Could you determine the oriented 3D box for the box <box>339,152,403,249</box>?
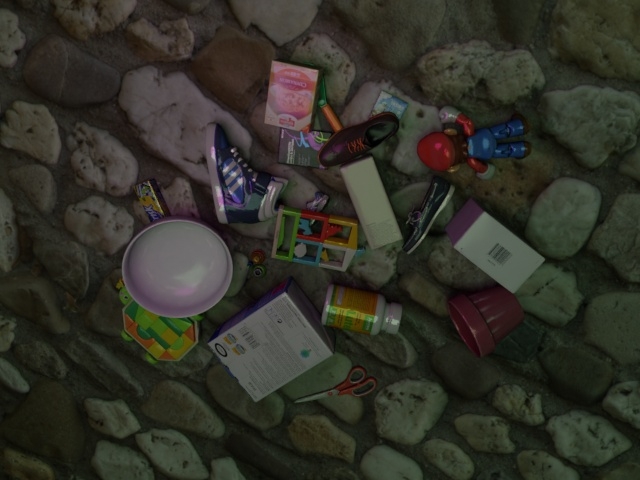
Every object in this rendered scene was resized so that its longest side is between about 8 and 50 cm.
[{"bbox_3d":[0.158,-0.120,1.698,0.113,0.094,0.275,-19,103,11],"label":"box"}]

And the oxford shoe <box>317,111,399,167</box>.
[{"bbox_3d":[0.107,-0.296,1.629,0.271,0.098,0.097,-30,106,14],"label":"oxford shoe"}]

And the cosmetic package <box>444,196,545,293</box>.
[{"bbox_3d":[0.505,0.006,1.627,0.224,0.225,0.138,37,104,-5],"label":"cosmetic package"}]

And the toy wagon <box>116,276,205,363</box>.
[{"bbox_3d":[-0.577,0.262,1.901,0.344,0.068,0.267,44,105,-7],"label":"toy wagon"}]

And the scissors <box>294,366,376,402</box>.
[{"bbox_3d":[0.055,0.541,1.935,0.297,0.021,0.109,-32,102,12],"label":"scissors"}]

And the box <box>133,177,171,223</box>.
[{"bbox_3d":[-0.540,-0.112,1.797,0.059,0.054,0.169,-19,102,11],"label":"box"}]

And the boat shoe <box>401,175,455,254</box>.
[{"bbox_3d":[0.315,-0.078,1.692,0.079,0.095,0.255,30,105,-4],"label":"boat shoe"}]

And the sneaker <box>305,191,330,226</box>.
[{"bbox_3d":[-0.024,-0.096,1.753,0.058,0.052,0.135,34,104,9],"label":"sneaker"}]

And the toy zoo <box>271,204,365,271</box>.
[{"bbox_3d":[0.000,0.000,1.744,0.292,0.030,0.193,10,125,-2],"label":"toy zoo"}]

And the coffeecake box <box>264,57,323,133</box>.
[{"bbox_3d":[-0.080,-0.428,1.630,0.142,0.068,0.186,14,116,8],"label":"coffeecake box"}]

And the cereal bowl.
[{"bbox_3d":[-0.456,0.071,1.773,0.338,0.141,0.339,-4,111,-12],"label":"cereal bowl"}]

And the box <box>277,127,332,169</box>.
[{"bbox_3d":[-0.050,-0.287,1.707,0.161,0.029,0.116,7,106,5],"label":"box"}]

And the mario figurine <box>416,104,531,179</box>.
[{"bbox_3d":[0.440,-0.290,1.627,0.320,0.170,0.198,-8,69,-2],"label":"mario figurine"}]

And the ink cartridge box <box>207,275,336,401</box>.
[{"bbox_3d":[-0.183,0.346,1.838,0.395,0.151,0.270,-35,99,13],"label":"ink cartridge box"}]

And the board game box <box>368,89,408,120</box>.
[{"bbox_3d":[0.204,-0.390,1.654,0.090,0.020,0.090,26,107,-2],"label":"board game box"}]

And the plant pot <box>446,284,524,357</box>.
[{"bbox_3d":[0.522,0.236,1.720,0.180,0.201,0.202,-28,101,-3],"label":"plant pot"}]

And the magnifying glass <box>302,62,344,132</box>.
[{"bbox_3d":[-0.001,-0.429,1.665,0.092,0.026,0.231,-30,99,14],"label":"magnifying glass"}]

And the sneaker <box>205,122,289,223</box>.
[{"bbox_3d":[-0.220,-0.213,1.707,0.236,0.130,0.323,-7,101,-2],"label":"sneaker"}]

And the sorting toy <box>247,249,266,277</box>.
[{"bbox_3d":[-0.213,0.082,1.823,0.061,0.042,0.102,1,106,6],"label":"sorting toy"}]

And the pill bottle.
[{"bbox_3d":[0.133,0.230,1.777,0.245,0.136,0.137,12,107,3],"label":"pill bottle"}]
